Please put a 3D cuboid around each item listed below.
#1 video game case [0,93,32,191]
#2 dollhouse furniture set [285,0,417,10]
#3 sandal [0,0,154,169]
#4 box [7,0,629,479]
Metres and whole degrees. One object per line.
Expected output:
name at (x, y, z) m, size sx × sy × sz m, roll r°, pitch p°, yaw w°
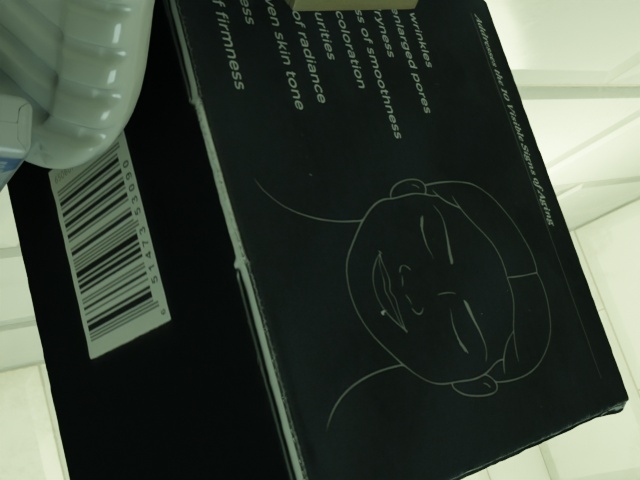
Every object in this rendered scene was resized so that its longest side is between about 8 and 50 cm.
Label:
video game case at (-0.363, -0.043, 0.467) m, size 0.329 × 0.036 × 0.300 m, roll 4°, pitch 167°, yaw -30°
dollhouse furniture set at (0.023, -0.288, 0.493) m, size 0.212 × 0.161 × 0.242 m, roll -10°, pitch 143°, yaw -30°
sandal at (-0.111, -0.220, 0.411) m, size 0.416 × 0.169 × 0.102 m, roll -56°, pitch -178°, yaw 38°
box at (0.000, 0.000, 0.790) m, size 0.472 × 0.479 × 0.297 m, roll -3°, pitch 162°, yaw -46°
